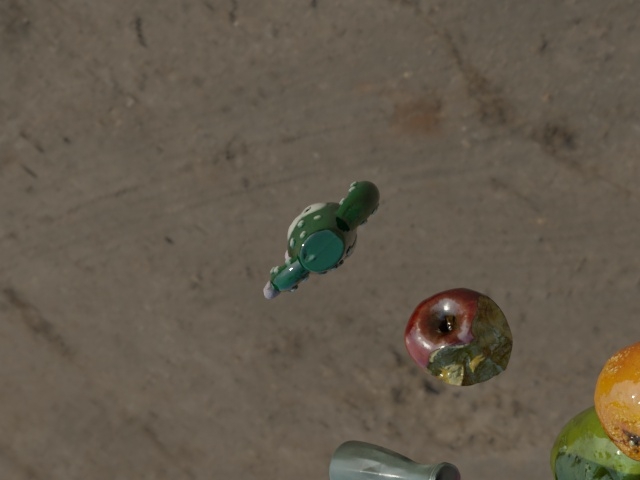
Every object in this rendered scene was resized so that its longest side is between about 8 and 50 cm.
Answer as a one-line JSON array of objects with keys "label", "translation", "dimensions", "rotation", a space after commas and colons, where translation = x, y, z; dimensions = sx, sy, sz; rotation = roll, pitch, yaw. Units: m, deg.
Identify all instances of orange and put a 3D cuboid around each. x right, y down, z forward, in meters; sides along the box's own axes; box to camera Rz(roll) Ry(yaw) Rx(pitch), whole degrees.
[{"label": "orange", "translation": [0.491, 0.241, 1.856], "dimensions": [0.193, 0.161, 0.193], "rotation": [43, 152, 29]}]

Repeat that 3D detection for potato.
[{"label": "potato", "translation": [0.484, 0.357, 2.077], "dimensions": [0.148, 0.186, 0.253], "rotation": [6, 173, -24]}]

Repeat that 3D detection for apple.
[{"label": "apple", "translation": [0.224, 0.157, 2.043], "dimensions": [0.147, 0.156, 0.158], "rotation": [30, 170, 43]}]

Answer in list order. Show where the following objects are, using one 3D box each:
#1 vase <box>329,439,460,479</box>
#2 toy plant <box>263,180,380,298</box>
[{"label": "vase", "translation": [0.111, 0.343, 1.847], "dimensions": [0.214, 0.086, 0.086], "rotation": [-4, 135, 50]}, {"label": "toy plant", "translation": [0.004, -0.004, 2.163], "dimensions": [0.112, 0.243, 0.232], "rotation": [46, 125, -8]}]
